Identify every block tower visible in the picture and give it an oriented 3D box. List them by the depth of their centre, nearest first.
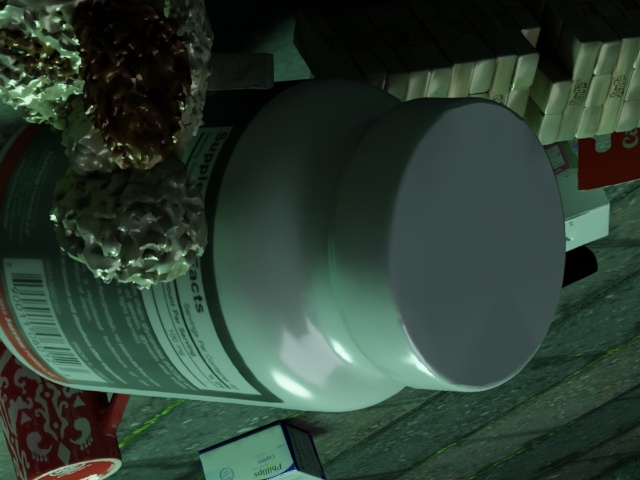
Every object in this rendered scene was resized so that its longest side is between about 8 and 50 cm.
[{"bbox_3d":[0.147,-0.127,1.246,0.335,0.091,0.097,-9,132,-22],"label":"block tower"}]

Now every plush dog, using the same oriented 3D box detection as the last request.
[{"bbox_3d":[-0.134,-0.126,0.900,0.210,0.262,0.225,-51,173,-6],"label":"plush dog"}]

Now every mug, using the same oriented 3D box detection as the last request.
[{"bbox_3d":[-0.232,0.125,1.517,0.113,0.169,0.150,0,154,-42],"label":"mug"}]

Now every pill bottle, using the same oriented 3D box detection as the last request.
[{"bbox_3d":[-0.039,0.003,1.106,0.363,0.210,0.210,0,177,42],"label":"pill bottle"}]

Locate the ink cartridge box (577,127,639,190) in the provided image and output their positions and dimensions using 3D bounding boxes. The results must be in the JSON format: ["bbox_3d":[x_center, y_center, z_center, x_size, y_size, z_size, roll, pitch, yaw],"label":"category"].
[{"bbox_3d":[0.287,-0.121,1.380,0.179,0.145,0.045,-13,131,20],"label":"ink cartridge box"}]

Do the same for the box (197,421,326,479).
[{"bbox_3d":[-0.077,0.305,2.303,0.126,0.072,0.137,-22,161,11],"label":"box"}]

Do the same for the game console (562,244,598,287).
[{"bbox_3d":[0.116,0.076,1.894,0.361,0.044,0.213,-27,159,25],"label":"game console"}]

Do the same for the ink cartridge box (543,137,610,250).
[{"bbox_3d":[0.205,-0.061,1.474,0.052,0.122,0.088,-19,161,3],"label":"ink cartridge box"}]
